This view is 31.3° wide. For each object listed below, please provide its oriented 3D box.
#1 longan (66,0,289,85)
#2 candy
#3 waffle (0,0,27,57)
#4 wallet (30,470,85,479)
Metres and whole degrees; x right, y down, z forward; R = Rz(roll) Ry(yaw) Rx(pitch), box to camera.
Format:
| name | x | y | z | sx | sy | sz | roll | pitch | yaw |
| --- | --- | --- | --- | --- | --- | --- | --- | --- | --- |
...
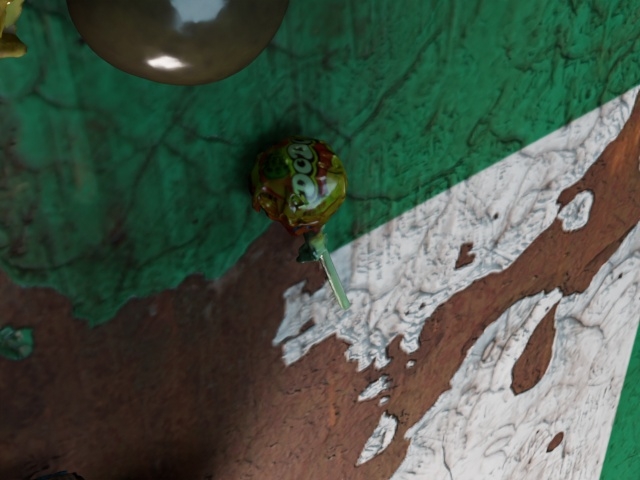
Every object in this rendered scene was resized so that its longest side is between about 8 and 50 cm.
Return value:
| name | x | y | z | sx | sy | sz | roll | pitch | yaw |
| --- | --- | --- | --- | --- | --- | --- | --- | --- | --- |
| longan | -0.065 | -0.123 | 0.508 | 0.106 | 0.106 | 0.119 | -43 | 150 | -7 |
| candy | 0.000 | 0.000 | 0.741 | 0.060 | 0.060 | 0.201 | -40 | 151 | -12 |
| waffle | -0.135 | -0.144 | 0.463 | 0.192 | 0.046 | 0.160 | -43 | 142 | -8 |
| wallet | -0.250 | 0.207 | 0.666 | 0.230 | 0.042 | 0.124 | -9 | 128 | -41 |
